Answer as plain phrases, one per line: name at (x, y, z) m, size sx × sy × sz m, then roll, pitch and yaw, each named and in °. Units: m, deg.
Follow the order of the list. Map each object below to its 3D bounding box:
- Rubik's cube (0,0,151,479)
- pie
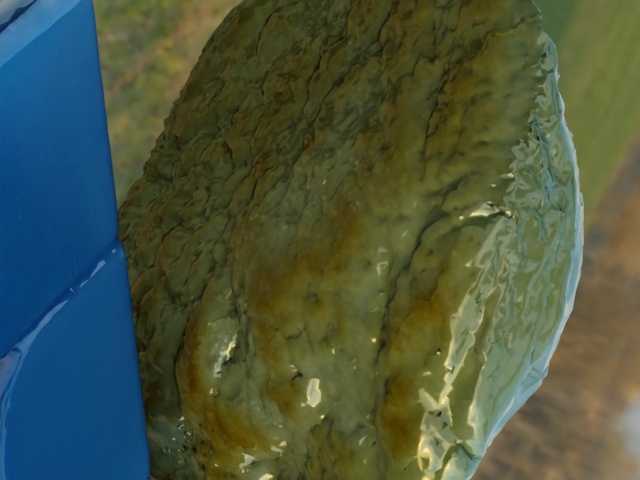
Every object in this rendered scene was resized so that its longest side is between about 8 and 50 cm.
Rubik's cube at (-0.241, 0.082, 0.601) m, size 0.290 × 0.291 × 0.291 m, roll -52°, pitch 145°, yaw -50°
pie at (0.003, -0.008, 0.721) m, size 0.274 × 0.105 × 0.257 m, roll 17°, pitch -87°, yaw 63°
